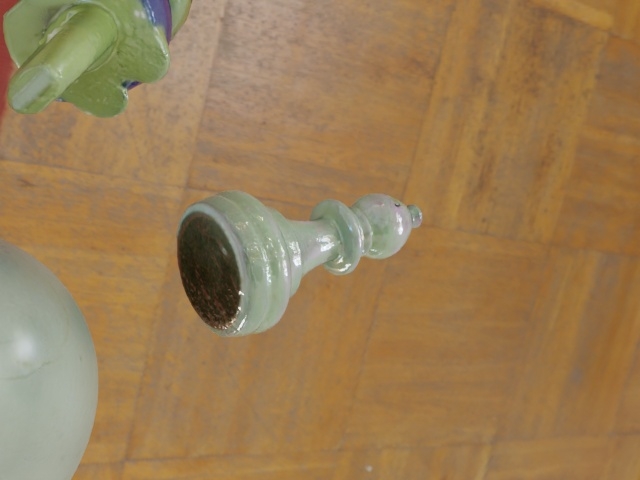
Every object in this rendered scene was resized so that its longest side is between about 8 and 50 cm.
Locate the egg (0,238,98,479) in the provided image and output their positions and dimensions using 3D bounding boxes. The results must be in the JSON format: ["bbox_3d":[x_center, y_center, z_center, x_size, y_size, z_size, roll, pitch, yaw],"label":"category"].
[{"bbox_3d":[-0.212,0.084,0.495,0.183,0.264,0.183,14,62,-28],"label":"egg"}]

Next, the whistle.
[{"bbox_3d":[-0.125,-0.127,0.538,0.105,0.227,0.085,-35,113,21],"label":"whistle"}]

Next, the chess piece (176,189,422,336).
[{"bbox_3d":[0.000,0.000,0.946,0.272,0.139,0.139,-15,113,-37],"label":"chess piece"}]
